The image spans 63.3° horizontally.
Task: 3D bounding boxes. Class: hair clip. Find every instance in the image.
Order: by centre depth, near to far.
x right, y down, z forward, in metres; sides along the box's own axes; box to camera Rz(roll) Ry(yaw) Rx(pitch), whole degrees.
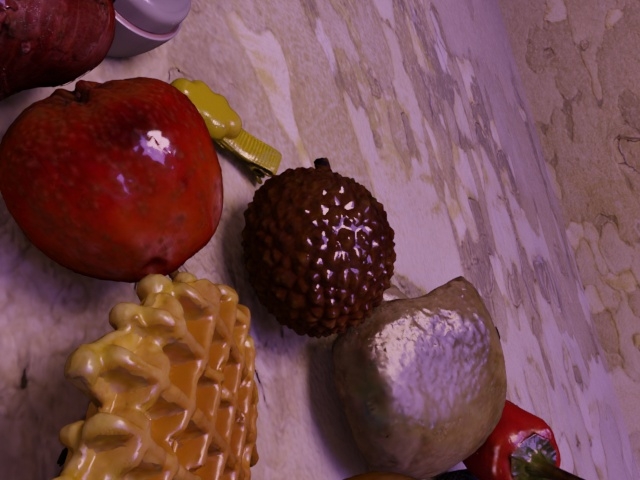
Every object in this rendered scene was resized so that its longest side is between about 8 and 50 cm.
[{"bbox_3d":[-0.123,-0.142,0.670,0.173,0.046,0.072,42,40,-31],"label":"hair clip"}]

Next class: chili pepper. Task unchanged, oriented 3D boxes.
[{"bbox_3d":[0.284,0.316,0.789,0.131,0.134,0.338,41,-3,-1],"label":"chili pepper"}]

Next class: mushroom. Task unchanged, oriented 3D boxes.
[{"bbox_3d":[0.140,0.173,0.705,0.212,0.218,0.291,31,43,-68],"label":"mushroom"}]

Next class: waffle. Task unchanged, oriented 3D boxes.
[{"bbox_3d":[-0.105,0.164,0.426,0.309,0.065,0.282,-13,103,-77],"label":"waffle"}]

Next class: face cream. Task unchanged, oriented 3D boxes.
[{"bbox_3d":[-0.209,-0.263,0.562,0.117,0.104,0.117,29,51,-44],"label":"face cream"}]

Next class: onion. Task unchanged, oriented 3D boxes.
[{"bbox_3d":[-0.263,-0.172,0.415,0.184,0.184,0.146,6,107,-52],"label":"onion"}]

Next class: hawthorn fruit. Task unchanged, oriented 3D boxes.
[{"bbox_3d":[-0.169,-0.039,0.459,0.200,0.179,0.179,68,32,-33],"label":"hawthorn fruit"}]

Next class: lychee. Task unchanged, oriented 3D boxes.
[{"bbox_3d":[0.000,0.000,0.646,0.200,0.200,0.238,29,59,-44],"label":"lychee"}]

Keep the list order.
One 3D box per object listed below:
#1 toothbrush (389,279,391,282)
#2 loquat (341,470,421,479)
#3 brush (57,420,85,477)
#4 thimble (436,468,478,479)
[{"bbox_3d":[0.190,0.152,0.961,0.413,0.042,0.035,45,42,-35],"label":"toothbrush"},{"bbox_3d":[0.069,0.377,0.503,0.275,0.275,0.274,28,53,-44],"label":"loquat"},{"bbox_3d":[-0.191,0.280,0.367,0.072,0.067,0.312,43,46,-35],"label":"brush"},{"bbox_3d":[0.228,0.429,0.854,0.095,0.066,0.104,51,36,-27],"label":"thimble"}]
